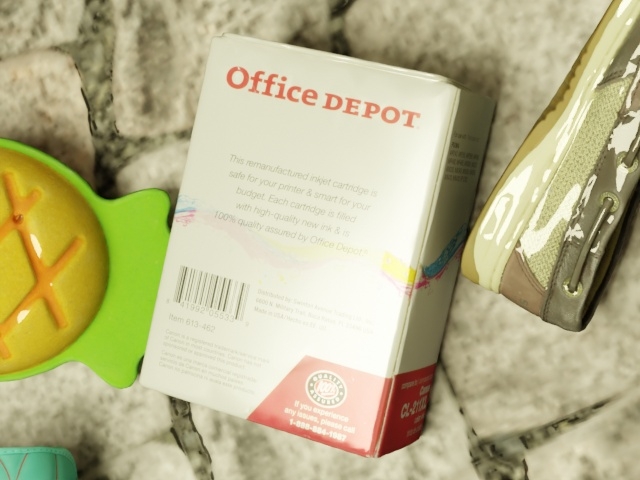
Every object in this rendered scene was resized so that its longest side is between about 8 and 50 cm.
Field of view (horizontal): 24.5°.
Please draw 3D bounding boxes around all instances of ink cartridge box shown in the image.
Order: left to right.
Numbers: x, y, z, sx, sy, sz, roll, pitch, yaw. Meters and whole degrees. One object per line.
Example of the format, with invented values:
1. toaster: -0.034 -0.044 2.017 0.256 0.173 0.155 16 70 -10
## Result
1. ink cartridge box: 0.000 0.000 0.705 0.127 0.072 0.175 15 96 22

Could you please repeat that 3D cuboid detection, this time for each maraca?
1. maraca: -0.156 0.013 0.754 0.186 0.099 0.127 11 98 -9

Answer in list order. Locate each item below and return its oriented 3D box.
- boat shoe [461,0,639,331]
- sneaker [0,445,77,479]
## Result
1. boat shoe: 0.146 -0.060 0.648 0.073 0.080 0.223 35 108 13
2. sneaker: -0.143 0.191 0.709 0.295 0.124 0.178 5 90 49
